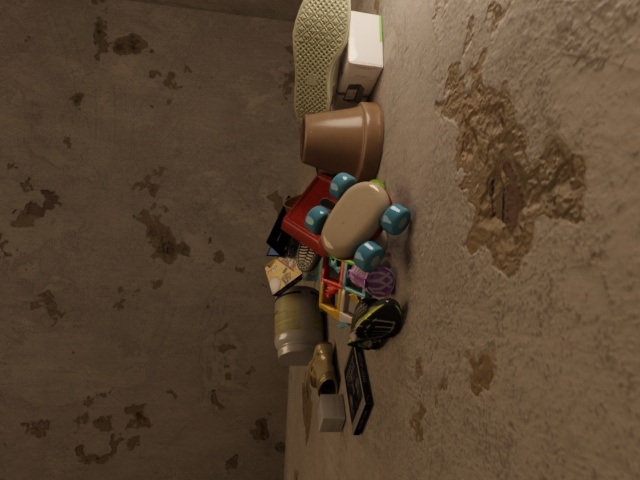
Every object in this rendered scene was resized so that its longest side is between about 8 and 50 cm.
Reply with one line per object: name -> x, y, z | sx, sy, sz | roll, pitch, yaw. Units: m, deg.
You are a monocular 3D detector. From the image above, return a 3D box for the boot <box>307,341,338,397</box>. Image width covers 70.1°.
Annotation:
boot -> 0.010, 0.574, 1.870 | 0.203, 0.095, 0.261 | -101, 21, -53

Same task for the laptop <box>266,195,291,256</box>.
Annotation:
laptop -> -0.195, -0.060, 2.079 | 0.234, 0.137, 0.264 | -67, -25, -15

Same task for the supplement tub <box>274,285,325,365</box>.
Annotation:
supplement tub -> -0.101, 0.402, 2.151 | 0.235, 0.236, 0.324 | 106, 165, -54

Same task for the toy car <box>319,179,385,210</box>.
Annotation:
toy car -> 0.083, -0.084, 1.325 | 0.155, 0.189, 0.148 | 105, 165, -51

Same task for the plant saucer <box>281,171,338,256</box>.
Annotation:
plant saucer -> 0.003, -0.104, 1.502 | 0.258, 0.048, 0.259 | -53, 45, -4

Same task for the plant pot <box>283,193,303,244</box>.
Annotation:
plant pot -> -0.021, -0.055, 1.943 | 0.237, 0.237, 0.254 | -112, 14, -69

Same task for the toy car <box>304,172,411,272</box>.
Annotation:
toy car -> 0.124, -0.025, 1.197 | 0.210, 0.219, 0.238 | -54, -33, 1

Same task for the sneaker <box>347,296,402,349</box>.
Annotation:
sneaker -> 0.132, 0.199, 1.200 | 0.300, 0.111, 0.121 | 115, 160, -62

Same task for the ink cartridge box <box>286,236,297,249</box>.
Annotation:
ink cartridge box -> -0.067, 0.048, 2.192 | 0.088, 0.193, 0.234 | 121, 150, -69

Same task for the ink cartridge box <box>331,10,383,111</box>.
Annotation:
ink cartridge box -> 0.114, -0.582, 1.527 | 0.273, 0.115, 0.198 | 123, 149, -70

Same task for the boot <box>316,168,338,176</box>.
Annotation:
boot -> 0.066, -0.258, 1.682 | 0.223, 0.118, 0.338 | -6, 73, 62

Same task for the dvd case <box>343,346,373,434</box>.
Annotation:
dvd case -> 0.115, 0.458, 1.445 | 0.238, 0.030, 0.179 | -99, 16, -50

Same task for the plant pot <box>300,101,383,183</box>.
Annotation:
plant pot -> 0.055, -0.312, 1.454 | 0.263, 0.230, 0.262 | -178, 90, -82

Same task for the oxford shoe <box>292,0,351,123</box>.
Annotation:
oxford shoe -> -0.002, -0.586, 1.441 | 0.130, 0.169, 0.449 | -70, -8, -52

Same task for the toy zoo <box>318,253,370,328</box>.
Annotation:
toy zoo -> 0.078, 0.143, 1.447 | 0.192, 0.030, 0.293 | 19, 109, 42

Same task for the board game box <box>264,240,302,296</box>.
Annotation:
board game box -> -0.143, 0.124, 2.069 | 0.243, 0.042, 0.165 | -37, 55, 26

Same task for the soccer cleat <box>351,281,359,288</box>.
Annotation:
soccer cleat -> 0.115, 0.047, 1.488 | 0.083, 0.095, 0.247 | -10, 90, 43

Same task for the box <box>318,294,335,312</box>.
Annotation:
box -> 0.029, 0.200, 2.014 | 0.159, 0.044, 0.233 | 151, 121, -80

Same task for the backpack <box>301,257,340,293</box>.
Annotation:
backpack -> 0.027, 0.072, 1.678 | 0.253, 0.191, 0.225 | -108, 23, -53

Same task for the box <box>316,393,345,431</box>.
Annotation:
box -> 0.037, 0.636, 1.681 | 0.102, 0.087, 0.101 | -98, 15, -50

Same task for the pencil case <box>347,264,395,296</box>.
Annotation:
pencil case -> 0.136, 0.101, 1.255 | 0.206, 0.088, 0.086 | -174, 89, -80

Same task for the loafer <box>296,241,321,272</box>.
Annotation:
loafer -> 0.000, 0.000, 1.534 | 0.087, 0.094, 0.251 | 43, -116, -47
